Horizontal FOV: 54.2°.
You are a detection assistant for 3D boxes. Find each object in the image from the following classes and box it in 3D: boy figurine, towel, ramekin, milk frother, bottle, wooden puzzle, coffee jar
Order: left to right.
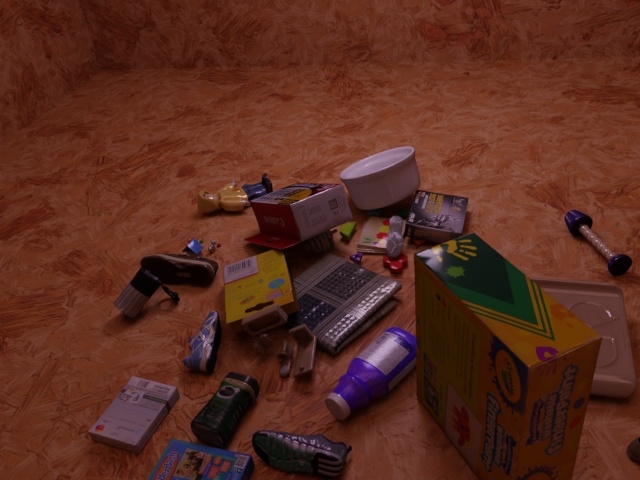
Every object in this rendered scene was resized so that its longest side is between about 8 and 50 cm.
[{"bbox_3d":[-0.525,0.178,1.905,0.143,0.129,0.135,37,88,11],"label":"milk frother"},{"bbox_3d":[-0.228,0.407,1.528,0.096,0.079,0.184,8,39,27],"label":"coffee jar"},{"bbox_3d":[-0.327,-0.174,2.356,0.285,0.092,0.177,-13,38,-12],"label":"boy figurine"},{"bbox_3d":[0.036,0.178,1.835,0.312,0.056,0.324,22,47,40],"label":"towel"},{"bbox_3d":[0.130,0.331,1.551,0.118,0.092,0.282,24,46,38],"label":"bottle"},{"bbox_3d":[0.218,-0.216,2.200,0.277,0.135,0.277,-20,17,6],"label":"ramekin"},{"bbox_3d":[0.610,0.244,1.596,0.322,0.081,0.348,3,41,17],"label":"wooden puzzle"}]

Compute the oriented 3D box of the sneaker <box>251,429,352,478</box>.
[{"bbox_3d":[-0.043,0.473,1.423,0.223,0.083,0.098,11,16,22],"label":"sneaker"}]

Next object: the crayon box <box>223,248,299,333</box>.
[{"bbox_3d":[-0.177,0.151,1.821,0.202,0.081,0.318,-19,28,0],"label":"crayon box"}]

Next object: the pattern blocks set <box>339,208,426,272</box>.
[{"bbox_3d":[0.205,-0.014,2.074,0.285,0.026,0.325,13,40,24],"label":"pattern blocks set"}]

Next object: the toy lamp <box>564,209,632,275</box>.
[{"bbox_3d":[0.831,-0.004,1.892,0.080,0.080,0.275,-13,36,-7],"label":"toy lamp"}]

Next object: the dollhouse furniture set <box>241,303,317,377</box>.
[{"bbox_3d":[-0.113,0.270,1.625,0.144,0.151,0.123,-24,30,21],"label":"dollhouse furniture set"}]

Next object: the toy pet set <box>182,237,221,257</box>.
[{"bbox_3d":[-0.422,0.011,2.136,0.122,0.065,0.114,10,39,25],"label":"toy pet set"}]

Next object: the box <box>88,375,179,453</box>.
[{"bbox_3d":[-0.466,0.434,1.574,0.145,0.038,0.186,7,37,21],"label":"box"}]

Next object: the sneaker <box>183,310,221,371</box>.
[{"bbox_3d":[-0.324,0.272,1.736,0.081,0.080,0.211,-1,34,4],"label":"sneaker"}]

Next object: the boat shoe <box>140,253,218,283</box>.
[{"bbox_3d":[-0.453,0.085,2.031,0.257,0.095,0.095,10,25,14],"label":"boat shoe"}]

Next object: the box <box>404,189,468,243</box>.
[{"bbox_3d":[0.388,-0.079,2.078,0.183,0.056,0.231,11,36,13],"label":"box"}]

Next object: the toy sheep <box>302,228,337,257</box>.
[{"bbox_3d":[0.000,0.000,2.050,0.132,0.091,0.091,-27,39,-16],"label":"toy sheep"}]

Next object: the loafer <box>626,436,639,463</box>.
[{"bbox_3d":[0.715,0.455,1.294,0.148,0.050,0.056,17,42,31],"label":"loafer"}]

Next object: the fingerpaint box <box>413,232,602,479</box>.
[{"bbox_3d":[0.356,0.270,1.286,0.163,0.445,0.371,-19,36,-16],"label":"fingerpaint box"}]

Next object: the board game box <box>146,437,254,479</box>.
[{"bbox_3d":[-0.273,0.534,1.386,0.210,0.047,0.160,6,38,19],"label":"board game box"}]

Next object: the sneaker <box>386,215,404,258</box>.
[{"bbox_3d":[0.239,-0.002,1.989,0.053,0.061,0.152,7,56,5],"label":"sneaker"}]

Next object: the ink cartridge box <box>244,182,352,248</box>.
[{"bbox_3d":[-0.097,-0.088,2.056,0.271,0.130,0.309,-24,16,-26],"label":"ink cartridge box"}]
